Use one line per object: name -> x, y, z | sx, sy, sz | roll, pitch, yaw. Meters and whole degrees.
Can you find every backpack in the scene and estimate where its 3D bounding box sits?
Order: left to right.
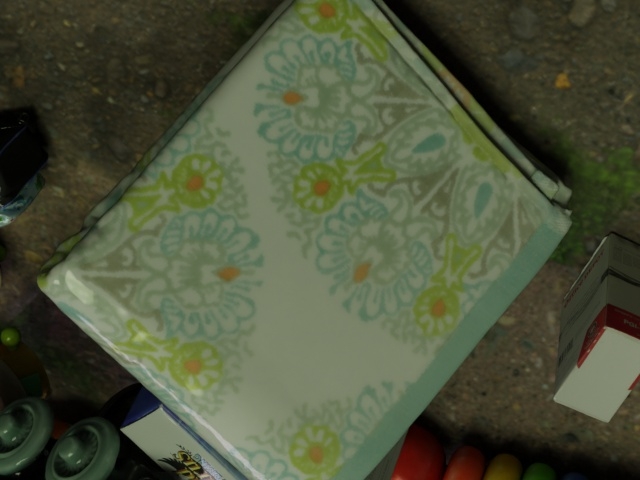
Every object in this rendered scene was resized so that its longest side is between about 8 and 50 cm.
backpack -> -0.318, -0.058, 1.653 | 0.114, 0.105, 0.084 | -5, 123, 24

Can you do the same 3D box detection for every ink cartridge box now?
ink cartridge box -> 0.253, 0.076, 1.577 | 0.056, 0.135, 0.099 | 23, 128, -6

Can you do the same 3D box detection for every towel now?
towel -> 0.000, 0.000, 1.491 | 0.320, 0.374, 0.090 | 44, 168, -18

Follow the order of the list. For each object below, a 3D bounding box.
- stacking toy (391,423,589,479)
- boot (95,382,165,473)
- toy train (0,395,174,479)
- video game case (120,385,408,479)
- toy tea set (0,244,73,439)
stacking toy -> 0.192, 0.267, 1.746 | 0.330, 0.141, 0.141 | 20, 128, 9
boot -> -0.121, 0.233, 1.700 | 0.229, 0.263, 0.091 | -5, 127, 25
toy train -> -0.265, 0.244, 1.582 | 0.334, 0.190, 0.142 | 10, 151, 43
video game case -> -0.035, 0.149, 1.621 | 0.061, 0.269, 0.244 | -30, 113, 36
toy tea set -> -0.311, 0.140, 1.814 | 0.200, 0.124, 0.336 | 30, 137, 31
